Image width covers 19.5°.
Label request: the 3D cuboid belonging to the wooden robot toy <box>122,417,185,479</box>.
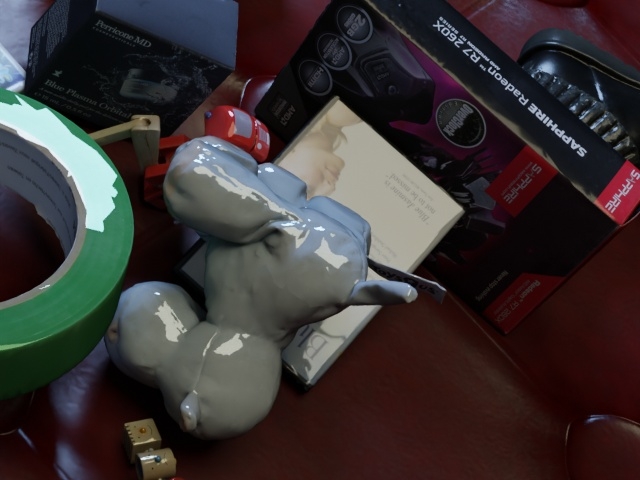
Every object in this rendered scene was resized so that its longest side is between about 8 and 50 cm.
[{"bbox_3d":[-0.159,0.237,1.637,0.079,0.076,0.173,-8,63,-21],"label":"wooden robot toy"}]

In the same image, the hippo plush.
[{"bbox_3d":[-0.062,0.066,1.725,0.294,0.236,0.234,34,9,15],"label":"hippo plush"}]

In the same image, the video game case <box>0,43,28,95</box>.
[{"bbox_3d":[-0.408,-0.177,1.806,0.183,0.023,0.201,49,48,8],"label":"video game case"}]

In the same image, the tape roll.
[{"bbox_3d":[-0.326,-0.005,1.624,0.321,0.077,0.321,10,46,-10],"label":"tape roll"}]

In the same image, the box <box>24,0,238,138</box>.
[{"bbox_3d":[-0.187,-0.189,1.834,0.156,0.158,0.093,21,51,-26],"label":"box"}]

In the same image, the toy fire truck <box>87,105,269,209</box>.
[{"bbox_3d":[-0.161,-0.088,1.808,0.135,0.192,0.047,33,42,-45],"label":"toy fire truck"}]

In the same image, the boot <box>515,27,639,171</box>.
[{"bbox_3d":[0.334,-0.072,2.077,0.348,0.131,0.260,25,42,1],"label":"boot"}]

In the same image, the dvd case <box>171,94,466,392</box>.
[{"bbox_3d":[0.000,0.000,1.849,0.180,0.022,0.253,41,73,1],"label":"dvd case"}]

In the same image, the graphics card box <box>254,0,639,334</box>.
[{"bbox_3d":[0.132,-0.097,1.917,0.371,0.233,0.094,43,49,2],"label":"graphics card box"}]
